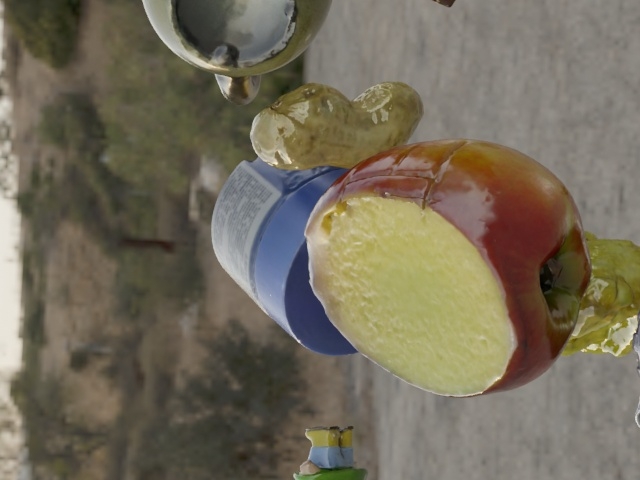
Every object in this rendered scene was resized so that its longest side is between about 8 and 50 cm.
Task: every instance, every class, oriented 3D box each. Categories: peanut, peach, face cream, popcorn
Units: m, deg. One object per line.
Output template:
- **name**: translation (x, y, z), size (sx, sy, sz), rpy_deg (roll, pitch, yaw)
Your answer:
- **peanut**: translation (0.024, -0.138, 1.725), size (0.098, 0.229, 0.103), rpy_deg (63, 147, 37)
- **peach**: translation (0.123, 0.021, 1.400), size (0.245, 0.274, 0.249), rpy_deg (-4, -74, -64)
- **face cream**: translation (0.000, 0.000, 1.950), size (0.225, 0.249, 0.249), rpy_deg (40, 131, 47)
- **popcorn**: translation (0.314, 0.064, 1.720), size (0.197, 0.197, 0.156), rpy_deg (119, 146, -73)

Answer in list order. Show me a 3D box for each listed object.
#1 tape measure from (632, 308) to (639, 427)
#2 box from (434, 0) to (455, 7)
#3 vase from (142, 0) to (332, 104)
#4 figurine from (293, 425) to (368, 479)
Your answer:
- **tape measure**: translation (0.437, 0.111, 1.510), size (0.120, 0.236, 0.197), rpy_deg (28, -133, -80)
- **box**: translation (0.154, -0.360, 1.399), size (0.240, 0.071, 0.159), rpy_deg (-59, 14, 19)
- **vase**: translation (-0.102, -0.328, 1.825), size (0.302, 0.240, 0.329), rpy_deg (-89, 1, -51)
- **figurine**: translation (0.022, 0.378, 1.881), size (0.162, 0.143, 0.263), rpy_deg (18, -114, -61)
